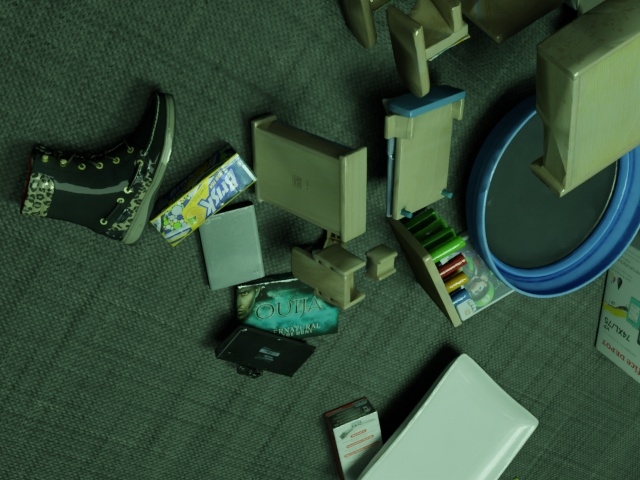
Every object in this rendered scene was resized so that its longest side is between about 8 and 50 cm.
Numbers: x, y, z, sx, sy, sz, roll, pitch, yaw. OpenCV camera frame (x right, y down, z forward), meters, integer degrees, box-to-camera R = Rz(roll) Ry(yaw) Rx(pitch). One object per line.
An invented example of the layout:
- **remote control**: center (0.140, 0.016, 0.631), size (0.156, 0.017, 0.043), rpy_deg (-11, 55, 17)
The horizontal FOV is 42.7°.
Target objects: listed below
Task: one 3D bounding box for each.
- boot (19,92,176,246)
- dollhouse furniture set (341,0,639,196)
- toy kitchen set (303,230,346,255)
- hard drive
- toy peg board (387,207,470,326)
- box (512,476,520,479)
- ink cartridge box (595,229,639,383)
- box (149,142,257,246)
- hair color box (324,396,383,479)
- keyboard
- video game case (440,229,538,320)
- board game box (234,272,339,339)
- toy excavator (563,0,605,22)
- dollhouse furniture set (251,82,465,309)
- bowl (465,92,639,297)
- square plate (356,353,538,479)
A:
- **boot**: center (-0.314, -0.115, 1.167), size (0.178, 0.085, 0.237), rpy_deg (13, 109, -25)
- **dollhouse furniture set**: center (0.286, -0.301, 1.172), size (0.362, 0.394, 0.256), rpy_deg (-33, 147, -7)
- **toy kitchen set**: center (0.000, 0.000, 1.366), size (0.068, 0.083, 0.075), rpy_deg (14, 115, 17)
- **hard drive**: center (-0.146, 0.009, 1.333), size (0.094, 0.022, 0.135), rpy_deg (-15, 119, -15)
- **toy peg board**: center (0.204, 0.035, 1.404), size (0.079, 0.161, 0.161), rpy_deg (-30, 122, -2)
- **box**: center (0.485, 0.640, 1.879), size (0.087, 0.058, 0.232), rpy_deg (-41, 123, 0)
- **ink cartridge box**: center (0.707, 0.134, 1.642), size (0.197, 0.198, 0.270), rpy_deg (-10, 117, -19)
- **box**: center (-0.183, -0.071, 1.260), size (0.169, 0.054, 0.059), rpy_deg (-38, 122, 0)
- **hair color box**: center (0.071, 0.396, 1.593), size (0.093, 0.053, 0.167), rpy_deg (-19, 122, -14)
- **keyboard**: center (-0.101, 0.199, 1.422), size (0.180, 0.023, 0.108), rpy_deg (23, 116, -41)
- **video game case**: center (0.320, 0.040, 1.540), size (0.190, 0.022, 0.173), rpy_deg (-29, 122, -7)
- **board game box**: center (-0.057, 0.116, 1.419), size (0.186, 0.026, 0.126), rpy_deg (-8, 118, -19)
- **toy excavator**: center (0.629, -0.314, 1.415), size (0.432, 0.222, 0.445), rpy_deg (-24, 135, -11)
- **dollhouse furniture set**: center (0.072, -0.101, 1.324), size (0.303, 0.198, 0.287), rpy_deg (-27, 129, -37)
- **bowl**: center (0.430, -0.091, 1.472), size (0.391, 0.077, 0.391), rpy_deg (-10, 115, -23)
- **square plate**: center (0.254, 0.426, 1.653), size (0.344, 0.049, 0.347), rpy_deg (-51, 128, -4)
